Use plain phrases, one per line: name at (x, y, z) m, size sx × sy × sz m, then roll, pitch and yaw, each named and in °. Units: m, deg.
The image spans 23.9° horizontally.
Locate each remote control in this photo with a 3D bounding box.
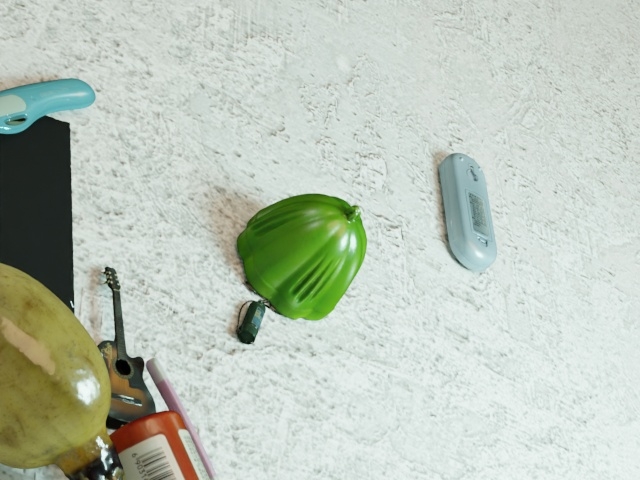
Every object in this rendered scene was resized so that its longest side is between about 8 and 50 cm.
remote control at (0.248, -0.052, 2.521) m, size 0.087 × 0.047 × 0.244 m, roll 22°, pitch 43°, yaw -27°

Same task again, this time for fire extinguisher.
fire extinguisher at (-0.094, 0.105, 2.056) m, size 0.038 × 0.025 × 0.083 m, roll 20°, pitch 40°, yaw 1°

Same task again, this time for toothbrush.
toothbrush at (-0.142, 0.271, 1.848) m, size 0.025 × 0.020 × 0.286 m, roll -15°, pitch 75°, yaw -59°

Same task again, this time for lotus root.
lotus root at (0.000, 0.000, 2.124) m, size 0.186 × 0.186 × 0.186 m, roll 27°, pitch 42°, yaw -27°
lotus root at (-0.319, 0.162, 1.649) m, size 0.310 × 0.183 × 0.183 m, roll 48°, pitch 37°, yaw -6°

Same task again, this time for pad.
pad at (-0.417, -0.049, 1.881) m, size 0.247 × 0.007 × 0.367 m, roll 19°, pitch 45°, yaw -33°

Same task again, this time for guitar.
guitar at (-0.254, 0.130, 1.872) m, size 0.088 × 0.025 × 0.233 m, roll 18°, pitch 46°, yaw -35°

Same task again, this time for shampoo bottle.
shampoo bottle at (-0.153, 0.338, 1.722) m, size 0.104 × 0.104 × 0.278 m, roll -6°, pitch 62°, yaw -48°

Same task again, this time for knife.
knife at (-0.377, -0.180, 2.008) m, size 0.064 × 0.031 × 0.222 m, roll 50°, pitch 32°, yaw 9°
